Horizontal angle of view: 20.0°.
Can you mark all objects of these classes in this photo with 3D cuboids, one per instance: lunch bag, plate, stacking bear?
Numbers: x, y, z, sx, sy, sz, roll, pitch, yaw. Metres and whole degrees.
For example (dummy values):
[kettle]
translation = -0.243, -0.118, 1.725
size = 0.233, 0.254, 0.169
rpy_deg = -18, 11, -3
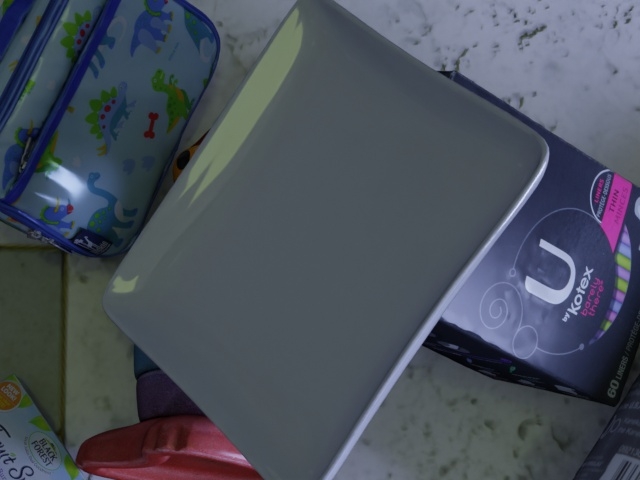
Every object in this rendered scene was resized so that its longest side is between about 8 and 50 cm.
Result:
[lunch bag]
translation = -0.186, -0.106, 1.382
size = 0.176, 0.090, 0.219
rpy_deg = 35, 79, -44
[plate]
translation = 0.000, 0.000, 1.213
size = 0.278, 0.045, 0.277
rpy_deg = 39, 98, 44
[stacking bear]
translation = -0.066, 0.041, 1.387
size = 0.164, 0.175, 0.289
rpy_deg = 17, 70, -30

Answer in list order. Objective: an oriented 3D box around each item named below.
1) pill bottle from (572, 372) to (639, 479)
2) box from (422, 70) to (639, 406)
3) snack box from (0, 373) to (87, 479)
[pill bottle]
translation = 0.340, 0.135, 1.370
size = 0.204, 0.204, 0.361
rpy_deg = 36, 76, 1
[box]
translation = 0.115, -0.001, 1.344
size = 0.270, 0.143, 0.165
rpy_deg = 26, 79, -37
[snack box]
translation = -0.238, 0.187, 1.389
size = 0.100, 0.037, 0.141
rpy_deg = -33, 70, -15
